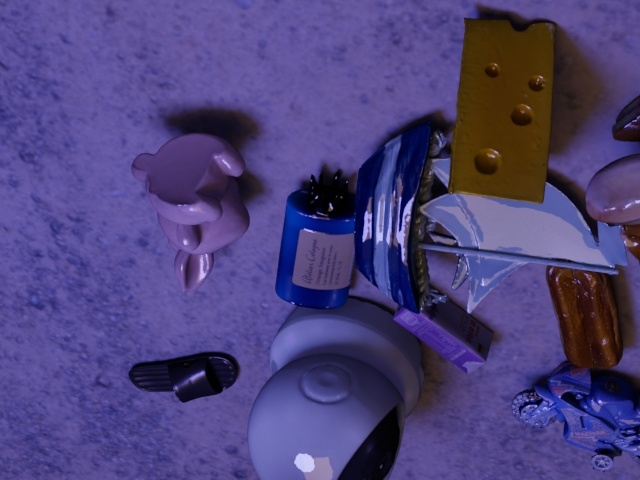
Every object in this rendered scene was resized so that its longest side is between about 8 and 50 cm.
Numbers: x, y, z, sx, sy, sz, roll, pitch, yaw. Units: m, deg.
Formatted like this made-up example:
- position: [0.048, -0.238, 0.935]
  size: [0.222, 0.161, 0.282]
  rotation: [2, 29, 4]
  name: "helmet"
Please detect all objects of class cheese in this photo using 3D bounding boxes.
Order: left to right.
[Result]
- position: [0.175, -0.127, 1.428]
  size: [0.093, 0.126, 0.171]
  rotation: [4, 97, 5]
  name: "cheese"

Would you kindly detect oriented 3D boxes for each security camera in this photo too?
- position: [0.009, 0.204, 1.709]
  size: [0.195, 0.236, 0.194]
  rotation: [11, 132, 12]
  name: "security camera"

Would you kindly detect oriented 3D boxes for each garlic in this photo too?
- position: [0.399, -0.027, 1.436]
  size: [0.228, 0.110, 0.217]
  rotation: [1, 152, 38]
  name: "garlic"

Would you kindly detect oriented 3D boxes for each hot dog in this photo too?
- position: [0.292, 0.081, 1.625]
  size: [0.071, 0.045, 0.165]
  rotation: [-4, 130, 20]
  name: "hot dog"

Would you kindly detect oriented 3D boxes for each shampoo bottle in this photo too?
- position: [0.000, 0.000, 1.649]
  size: [0.087, 0.050, 0.183]
  rotation: [10, 134, 0]
  name: "shampoo bottle"

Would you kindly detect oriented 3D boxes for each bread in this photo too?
- position: [0.334, -0.125, 1.420]
  size: [0.109, 0.043, 0.062]
  rotation: [4, 134, 17]
  name: "bread"

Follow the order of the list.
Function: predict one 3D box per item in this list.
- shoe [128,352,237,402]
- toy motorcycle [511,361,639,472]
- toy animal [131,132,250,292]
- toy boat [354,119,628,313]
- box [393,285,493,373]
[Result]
- position: [-0.180, 0.183, 1.886]
  size: [0.159, 0.053, 0.062]
  rotation: [-6, 126, 28]
  name: "shoe"
- position: [0.327, 0.198, 1.708]
  size: [0.205, 0.076, 0.114]
  rotation: [18, 128, 2]
  name: "toy motorcycle"
- position: [-0.129, -0.033, 1.638]
  size: [0.124, 0.124, 0.212]
  rotation: [10, 155, 11]
  name: "toy animal"
- position: [0.162, 0.006, 1.561]
  size: [0.292, 0.070, 0.210]
  rotation: [28, 121, -1]
  name: "toy boat"
- position: [0.141, 0.099, 1.692]
  size: [0.117, 0.050, 0.036]
  rotation: [38, 134, -14]
  name: "box"
